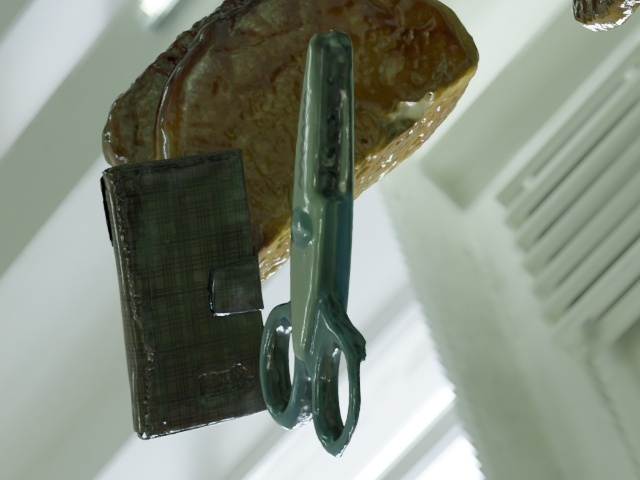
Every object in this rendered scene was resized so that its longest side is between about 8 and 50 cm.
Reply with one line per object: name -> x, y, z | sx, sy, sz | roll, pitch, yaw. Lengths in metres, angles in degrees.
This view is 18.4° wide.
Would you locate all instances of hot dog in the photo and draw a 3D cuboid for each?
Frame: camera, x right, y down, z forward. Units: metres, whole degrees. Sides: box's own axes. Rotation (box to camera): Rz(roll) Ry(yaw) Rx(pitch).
hot dog -> -0.052, -0.113, 1.821 | 0.223, 0.185, 0.405 | 44, -121, 10

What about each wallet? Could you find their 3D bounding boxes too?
wallet -> -0.109, 0.044, 1.631 | 0.124, 0.230, 0.042 | -11, -168, -20

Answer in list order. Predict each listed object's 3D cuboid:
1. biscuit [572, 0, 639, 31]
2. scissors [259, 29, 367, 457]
biscuit -> 0.204, -0.210, 1.178 | 0.027, 0.188, 0.188 | 29, -155, -7
scissors -> 0.000, 0.000, 1.358 | 0.041, 0.289, 0.138 | -1, -169, -26
